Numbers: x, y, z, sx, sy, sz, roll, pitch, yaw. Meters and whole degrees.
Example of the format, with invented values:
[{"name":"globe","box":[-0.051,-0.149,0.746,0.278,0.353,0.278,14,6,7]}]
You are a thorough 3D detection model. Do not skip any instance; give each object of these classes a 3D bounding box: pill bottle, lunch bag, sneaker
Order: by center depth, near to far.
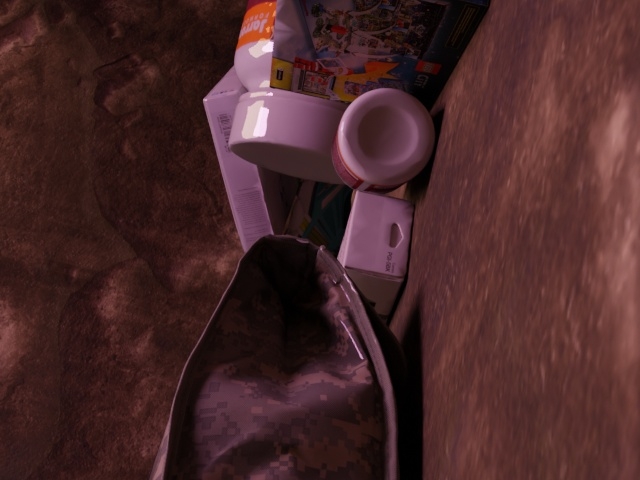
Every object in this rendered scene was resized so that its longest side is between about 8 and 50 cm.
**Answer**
[{"name":"lunch bag","box":[-0.035,0.164,0.638,0.287,0.169,0.235,-88,10,-53]},{"name":"pill bottle","box":[0.054,-0.088,0.825,0.152,0.086,0.086,151,131,-86]},{"name":"pill bottle","box":[0.015,-0.284,1.126,0.224,0.224,0.392,119,164,-82]},{"name":"sneaker","box":[0.000,0.000,1.334,0.107,0.110,0.275,-53,-19,-75]}]

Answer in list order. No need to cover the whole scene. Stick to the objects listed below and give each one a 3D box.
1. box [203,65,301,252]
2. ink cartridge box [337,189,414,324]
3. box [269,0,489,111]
[{"name":"box","box":[-0.093,-0.151,1.342,0.322,0.058,0.232,-73,-28,-66]},{"name":"ink cartridge box","box":[0.041,0.034,0.827,0.135,0.056,0.099,105,178,-49]},{"name":"box","box":[0.040,-0.182,0.762,0.233,0.159,0.044,113,168,-75]}]
